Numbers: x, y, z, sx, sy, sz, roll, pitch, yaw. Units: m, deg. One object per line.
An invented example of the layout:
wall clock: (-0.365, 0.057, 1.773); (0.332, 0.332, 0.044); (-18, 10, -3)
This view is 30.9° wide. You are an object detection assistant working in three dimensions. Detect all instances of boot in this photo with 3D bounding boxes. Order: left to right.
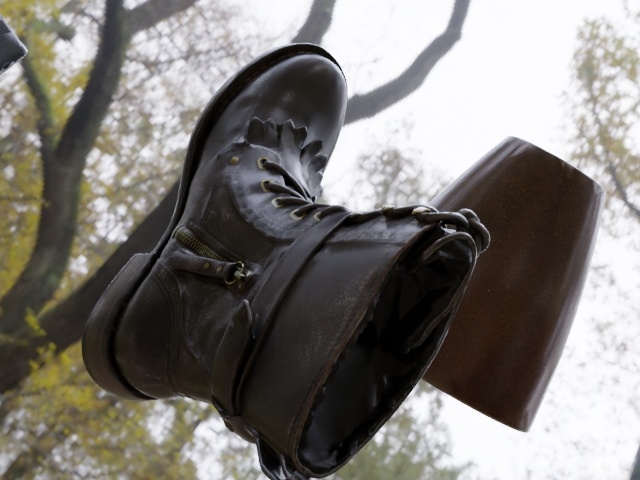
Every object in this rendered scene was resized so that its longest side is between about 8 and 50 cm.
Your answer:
boot: (0.000, 0.000, 0.591); (0.091, 0.263, 0.229); (39, -22, -30)

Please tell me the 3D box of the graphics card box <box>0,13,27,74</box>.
graphics card box: (-0.312, -0.164, 0.465); (0.233, 0.094, 0.371); (-24, -73, 39)

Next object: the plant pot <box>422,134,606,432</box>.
plant pot: (0.163, 0.026, 1.088); (0.215, 0.230, 0.215); (31, 3, -2)
